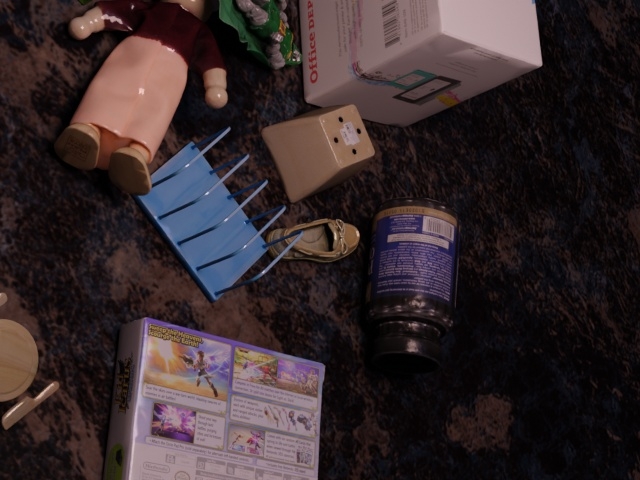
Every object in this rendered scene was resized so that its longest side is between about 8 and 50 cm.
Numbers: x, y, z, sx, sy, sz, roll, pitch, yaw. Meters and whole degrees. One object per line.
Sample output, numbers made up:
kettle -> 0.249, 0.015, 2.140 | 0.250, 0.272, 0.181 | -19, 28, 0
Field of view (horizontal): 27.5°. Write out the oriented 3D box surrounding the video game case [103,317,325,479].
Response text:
video game case -> -0.120, 0.239, 1.529 | 0.269, 0.061, 0.244 | 19, 65, -35

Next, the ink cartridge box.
ink cartridge box -> 0.128, -0.300, 1.781 | 0.197, 0.270, 0.198 | 10, 69, -40

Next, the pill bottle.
pill bottle -> 0.122, 0.062, 1.755 | 0.123, 0.123, 0.219 | 23, 62, -33

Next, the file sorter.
file sorter -> -0.120, -0.034, 1.592 | 0.170, 0.104, 0.118 | 55, 49, -13

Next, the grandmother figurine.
grandmother figurine -> -0.206, -0.223, 1.589 | 0.208, 0.104, 0.342 | 32, 54, -12

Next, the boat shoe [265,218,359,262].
boat shoe -> -0.001, -0.002, 1.720 | 0.153, 0.048, 0.056 | 0, 76, -40

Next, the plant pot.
plant pot -> 0.005, -0.125, 1.735 | 0.109, 0.096, 0.109 | -25, 92, -42

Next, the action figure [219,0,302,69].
action figure -> -0.072, -0.288, 1.690 | 0.232, 0.063, 0.137 | 52, 42, -62

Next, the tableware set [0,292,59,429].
tableware set -> -0.379, 0.155, 1.353 | 0.194, 0.039, 0.128 | -40, 115, -35

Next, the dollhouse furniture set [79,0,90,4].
dollhouse furniture set -> -0.252, -0.357, 1.617 | 0.076, 0.058, 0.151 | 49, 50, -18
